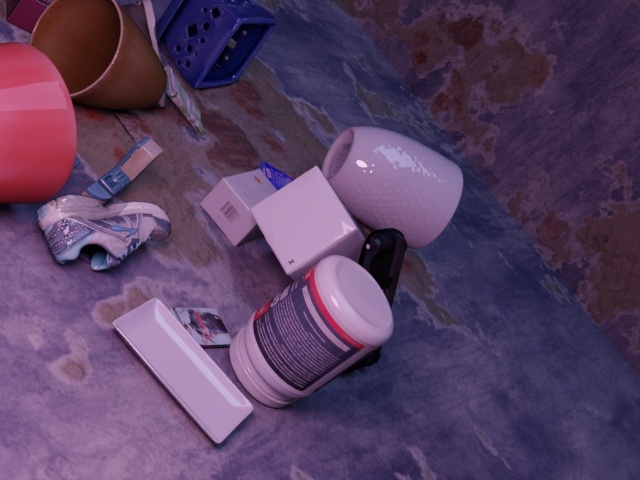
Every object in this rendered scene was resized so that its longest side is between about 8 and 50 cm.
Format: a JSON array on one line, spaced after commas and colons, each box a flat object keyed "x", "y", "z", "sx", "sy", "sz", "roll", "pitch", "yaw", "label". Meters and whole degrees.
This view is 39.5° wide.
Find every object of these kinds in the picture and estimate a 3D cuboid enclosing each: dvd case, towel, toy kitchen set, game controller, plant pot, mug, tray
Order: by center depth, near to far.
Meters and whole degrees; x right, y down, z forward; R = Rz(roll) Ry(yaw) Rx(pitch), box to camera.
[{"x": -0.561, "y": -0.174, "z": 1.392, "sx": 0.243, "sy": 0.275, "sz": 0.275, "roll": -16, "pitch": 64, "yaw": -51, "label": "plant pot"}, {"x": -0.239, "y": 0.225, "z": 1.539, "sx": 0.270, "sy": 0.030, "sz": 0.145, "roll": 48, "pitch": 26, "yaw": 3, "label": "tray"}, {"x": -0.222, "y": 0.164, "z": 1.673, "sx": 0.119, "sy": 0.013, "sz": 0.087, "roll": 6, "pitch": 46, "yaw": -52, "label": "dvd case"}, {"x": -0.429, "y": -0.162, "z": 1.693, "sx": 0.166, "sy": 0.122, "sz": 0.207, "roll": 47, "pitch": 25, "yaw": -9, "label": "toy kitchen set"}, {"x": -0.448, "y": -0.379, "z": 1.912, "sx": 0.237, "sy": 0.237, "sz": 0.254, "roll": 57, "pitch": 14, "yaw": 22, "label": "plant pot"}, {"x": 0.107, "y": 0.129, "z": 1.921, "sx": 0.067, "sy": 0.319, "sz": 0.166, "roll": 21, "pitch": 14, "yaw": 36, "label": "game controller"}, {"x": -0.328, "y": -0.340, "z": 2.171, "sx": 0.152, "sy": 0.023, "sz": 0.113, "roll": 53, "pitch": 15, "yaw": -47, "label": "towel"}, {"x": -0.292, "y": -0.564, "z": 2.383, "sx": 0.212, "sy": 0.236, "sz": 0.236, "roll": 44, "pitch": 26, "yaw": 9, "label": "plant pot"}, {"x": 0.165, "y": -0.174, "z": 2.510, "sx": 0.328, "sy": 0.276, "sz": 0.374, "roll": 26, "pitch": 1, "yaw": -22, "label": "mug"}]

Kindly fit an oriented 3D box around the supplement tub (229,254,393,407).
[{"x": -0.018, "y": 0.172, "z": 1.655, "sx": 0.191, "sy": 0.272, "sz": 0.191, "roll": 39, "pitch": 27, "yaw": -25, "label": "supplement tub"}]

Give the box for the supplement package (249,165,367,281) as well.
[{"x": 0.000, "y": 0.000, "z": 1.942, "sx": 0.177, "sy": 0.175, "sz": 0.293, "roll": 59, "pitch": 4, "yaw": 23, "label": "supplement package"}]

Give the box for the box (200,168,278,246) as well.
[{"x": -0.165, "y": -0.077, "z": 2.019, "sx": 0.130, "sy": 0.091, "sz": 0.170, "roll": 50, "pitch": 26, "yaw": 9, "label": "box"}]

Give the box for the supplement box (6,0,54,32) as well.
[{"x": -0.637, "y": -0.545, "z": 1.995, "sx": 0.104, "sy": 0.081, "sz": 0.188, "roll": 25, "pitch": 32, "yaw": -38, "label": "supplement box"}]

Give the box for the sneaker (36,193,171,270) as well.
[{"x": -0.380, "y": -0.001, "z": 1.605, "sx": 0.283, "sy": 0.110, "sz": 0.122, "roll": 2, "pitch": 67, "yaw": -52, "label": "sneaker"}]

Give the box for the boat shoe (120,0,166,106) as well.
[{"x": -0.433, "y": -0.447, "z": 2.144, "sx": 0.096, "sy": 0.116, "sz": 0.324, "roll": -9, "pitch": 61, "yaw": -10, "label": "boat shoe"}]

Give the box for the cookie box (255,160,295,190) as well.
[{"x": -0.110, "y": -0.139, "z": 2.251, "sx": 0.107, "sy": 0.040, "sz": 0.092, "roll": 31, "pitch": 30, "yaw": -30, "label": "cookie box"}]
